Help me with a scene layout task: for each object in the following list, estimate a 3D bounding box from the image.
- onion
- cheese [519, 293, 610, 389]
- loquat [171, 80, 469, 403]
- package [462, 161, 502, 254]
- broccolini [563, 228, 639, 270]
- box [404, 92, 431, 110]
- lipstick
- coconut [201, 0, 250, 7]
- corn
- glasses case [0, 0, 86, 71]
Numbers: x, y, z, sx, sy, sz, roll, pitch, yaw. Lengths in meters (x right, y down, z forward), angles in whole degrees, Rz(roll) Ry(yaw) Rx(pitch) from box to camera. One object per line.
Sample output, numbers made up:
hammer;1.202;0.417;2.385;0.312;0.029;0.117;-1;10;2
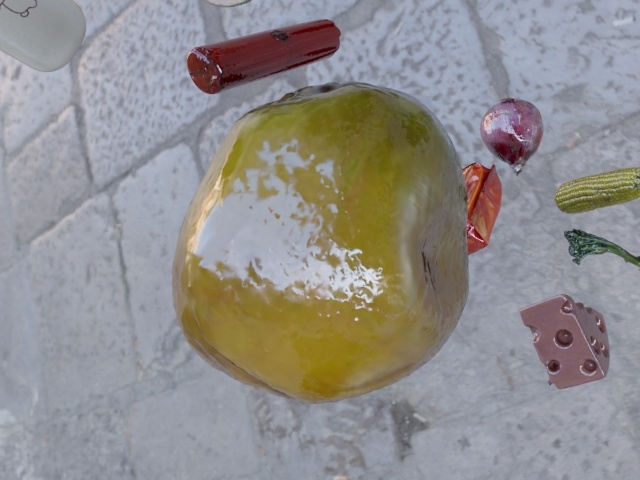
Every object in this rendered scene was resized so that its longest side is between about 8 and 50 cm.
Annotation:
onion;0.484;-0.254;1.825;0.159;0.159;0.194;-22;66;34
cheese;0.566;0.211;1.660;0.128;0.177;0.202;-29;84;34
loquat;0.000;0.000;0.654;0.276;0.276;0.283;6;95;38
package;0.302;-0.041;1.862;0.423;0.123;0.196;-32;28;57
broccolini;0.439;0.023;1.063;0.194;0.052;0.054;29;138;55
box;0.119;-0.088;1.080;0.067;0.233;0.149;5;62;6
lipstick;-0.077;-0.280;1.090;0.073;0.280;0.073;19;123;32
coconut;-0.129;-0.394;0.951;0.147;0.147;0.152;-41;44;27
corn;0.599;-0.106;1.557;0.231;0.080;0.080;-15;75;62
glasses case;-0.315;-0.234;0.683;0.050;0.196;0.083;30;91;44
